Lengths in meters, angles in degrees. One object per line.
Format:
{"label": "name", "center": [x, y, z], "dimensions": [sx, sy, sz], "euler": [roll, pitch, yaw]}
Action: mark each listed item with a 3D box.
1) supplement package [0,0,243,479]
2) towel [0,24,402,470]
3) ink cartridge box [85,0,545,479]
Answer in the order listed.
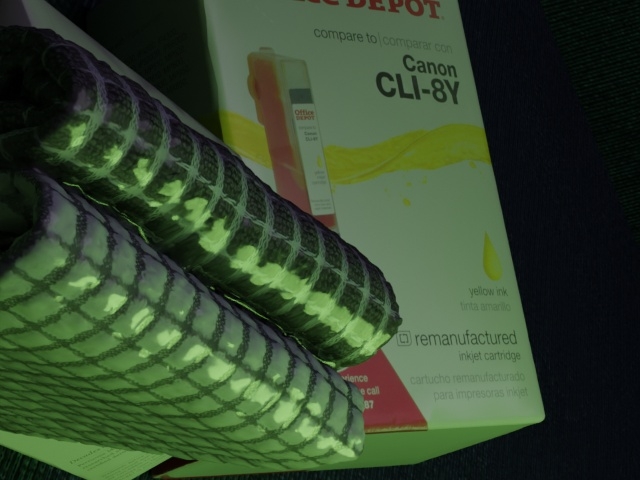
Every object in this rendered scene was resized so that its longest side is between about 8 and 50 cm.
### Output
{"label": "supplement package", "center": [-0.151, 0.008, 1.144], "dimensions": [0.293, 0.175, 0.177], "euler": [37, 26, -61]}
{"label": "towel", "center": [-0.140, 0.006, 0.820], "dimensions": [0.235, 0.284, 0.121], "euler": [35, 64, -50]}
{"label": "ink cartridge box", "center": [-0.007, -0.023, 1.493], "dimensions": [0.279, 0.160, 0.384], "euler": [1, 72, -40]}
